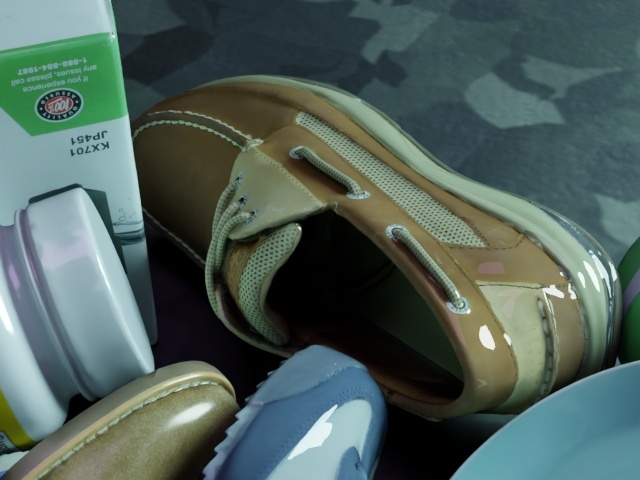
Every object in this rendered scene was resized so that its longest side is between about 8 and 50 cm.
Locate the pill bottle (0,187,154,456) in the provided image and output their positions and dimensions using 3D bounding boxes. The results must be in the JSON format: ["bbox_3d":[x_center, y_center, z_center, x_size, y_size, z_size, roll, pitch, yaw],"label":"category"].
[{"bbox_3d":[-0.194,0.057,0.954,0.208,0.119,0.119,-22,39,0],"label":"pill bottle"}]

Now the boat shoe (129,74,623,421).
[{"bbox_3d":[0.000,0.000,1.011,0.120,0.123,0.324,-19,30,-41],"label":"boat shoe"}]

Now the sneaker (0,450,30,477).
[{"bbox_3d":[-0.169,0.152,0.909,0.152,0.058,0.084,-15,33,-7],"label":"sneaker"}]

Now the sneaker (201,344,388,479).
[{"bbox_3d":[-0.006,0.178,0.824,0.131,0.112,0.319,7,47,21],"label":"sneaker"}]

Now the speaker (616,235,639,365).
[{"bbox_3d":[0.235,0.103,0.881,0.131,0.131,0.296,-13,38,-11],"label":"speaker"}]

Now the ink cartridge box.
[{"bbox_3d":[-0.172,-0.030,1.028,0.153,0.208,0.087,-12,41,-9],"label":"ink cartridge box"}]

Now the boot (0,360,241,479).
[{"bbox_3d":[-0.118,0.177,0.844,0.115,0.112,0.305,28,58,29],"label":"boot"}]

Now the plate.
[{"bbox_3d":[0.122,0.118,0.838,0.188,0.024,0.188,-26,25,13],"label":"plate"}]
